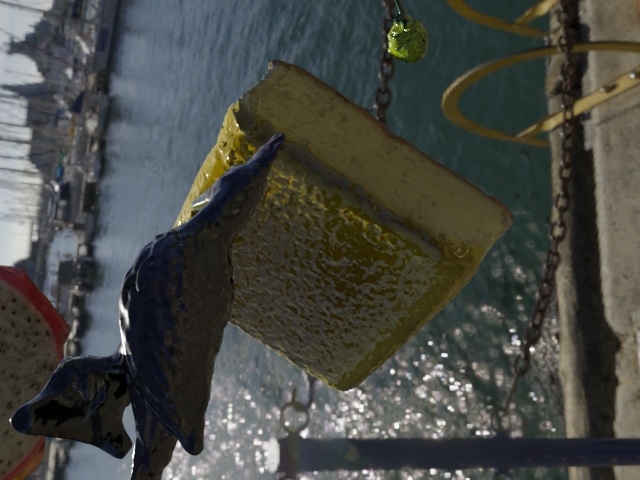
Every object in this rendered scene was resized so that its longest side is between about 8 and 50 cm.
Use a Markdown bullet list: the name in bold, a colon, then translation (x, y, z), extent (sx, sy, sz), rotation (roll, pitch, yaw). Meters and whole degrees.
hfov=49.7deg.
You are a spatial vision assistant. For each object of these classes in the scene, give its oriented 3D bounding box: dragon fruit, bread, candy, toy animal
- **dragon fruit**: translation (-0.441, 0.142, 0.767), extent (0.189, 0.290, 0.291), rotation (-1, 81, 30)
- **bread**: translation (0.000, 0.000, 0.830), extent (0.333, 0.323, 0.143), rotation (-52, 3, 45)
- **candy**: translation (0.064, -0.177, 0.549), extent (0.123, 0.035, 0.035), rotation (34, -107, -72)
- **toy animal**: translation (-0.067, 0.036, 0.326), extent (0.105, 0.070, 0.203), rotation (19, 76, 40)
